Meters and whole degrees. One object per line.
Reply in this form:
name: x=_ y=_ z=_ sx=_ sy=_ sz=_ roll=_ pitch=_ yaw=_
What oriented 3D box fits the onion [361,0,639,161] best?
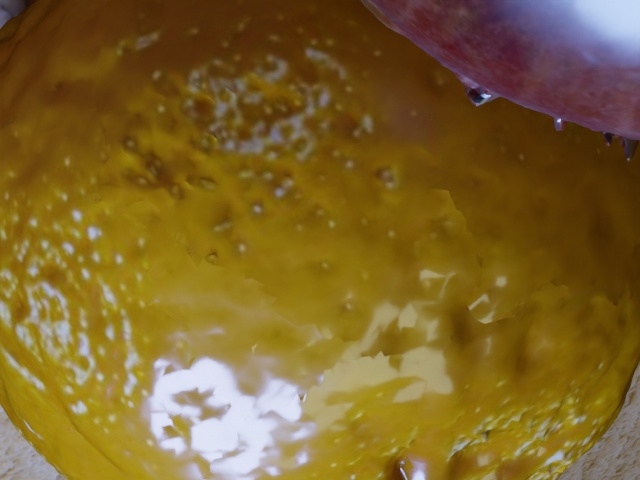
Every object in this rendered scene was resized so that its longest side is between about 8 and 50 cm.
onion: x=0.138 y=-0.183 z=0.642 sx=0.354 sy=0.353 sz=0.353 roll=-19 pitch=153 yaw=-10

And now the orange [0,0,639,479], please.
orange: x=0.000 y=0.000 z=0.891 sx=0.341 sy=0.293 sz=0.340 roll=-20 pitch=155 yaw=-10
